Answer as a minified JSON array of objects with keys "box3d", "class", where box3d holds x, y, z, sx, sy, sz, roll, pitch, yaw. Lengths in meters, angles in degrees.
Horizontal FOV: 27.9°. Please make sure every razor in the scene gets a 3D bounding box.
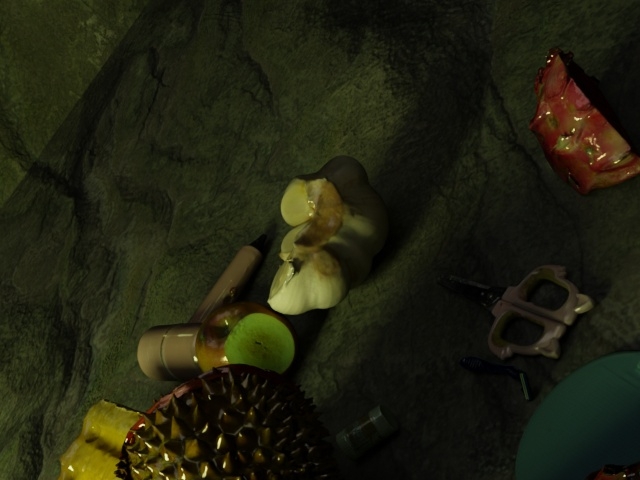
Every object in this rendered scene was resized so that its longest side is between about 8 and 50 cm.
[{"box3d":[0.245,0.181,1.765,0.028,0.044,0.154,-26,19,-24],"class":"razor"}]

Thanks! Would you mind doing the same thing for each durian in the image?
[{"box3d":[-0.107,0.341,1.707,0.384,0.347,0.347,11,64,52],"class":"durian"}]

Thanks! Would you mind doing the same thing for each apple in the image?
[{"box3d":[-0.125,0.178,2.126,0.163,0.147,0.146,-5,51,48],"class":"apple"}]

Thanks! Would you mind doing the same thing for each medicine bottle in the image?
[{"box3d":[0.067,0.277,1.859,0.083,0.047,0.047,-37,31,16],"class":"medicine bottle"}]

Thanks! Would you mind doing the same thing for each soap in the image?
[{"box3d":[-0.307,0.419,2.035,0.335,0.156,0.293,2,68,57],"class":"soap"}]

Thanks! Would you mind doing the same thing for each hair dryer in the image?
[{"box3d":[-0.178,0.109,2.340,0.189,0.107,0.344,-8,42,48],"class":"hair dryer"}]

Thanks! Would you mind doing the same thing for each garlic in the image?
[{"box3d":[0.016,-0.002,2.144,0.203,0.185,0.281,139,141,-68],"class":"garlic"}]

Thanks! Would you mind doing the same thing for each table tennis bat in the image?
[{"box3d":[0.363,0.204,1.568,0.329,0.044,0.215,-51,29,-1],"class":"table tennis bat"}]

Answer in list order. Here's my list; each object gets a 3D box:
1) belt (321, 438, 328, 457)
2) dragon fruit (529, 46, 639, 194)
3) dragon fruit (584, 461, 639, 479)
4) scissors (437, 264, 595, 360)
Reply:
[{"box3d":[-0.061,0.334,1.925,0.151,0.079,0.121,-29,34,29],"class":"belt"},{"box3d":[0.362,-0.187,1.909,0.126,0.161,0.274,-35,34,17],"class":"dragon fruit"},{"box3d":[0.337,0.299,1.401,0.142,0.130,0.121,-43,68,23],"class":"dragon fruit"},{"box3d":[0.263,0.087,1.852,0.160,0.024,0.317,-54,31,-8],"class":"scissors"}]
